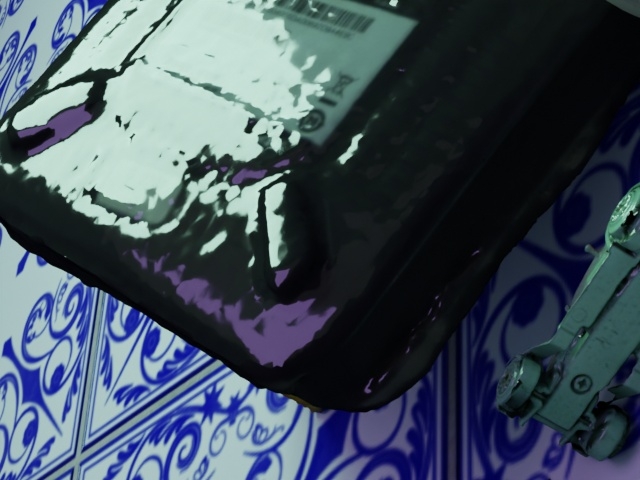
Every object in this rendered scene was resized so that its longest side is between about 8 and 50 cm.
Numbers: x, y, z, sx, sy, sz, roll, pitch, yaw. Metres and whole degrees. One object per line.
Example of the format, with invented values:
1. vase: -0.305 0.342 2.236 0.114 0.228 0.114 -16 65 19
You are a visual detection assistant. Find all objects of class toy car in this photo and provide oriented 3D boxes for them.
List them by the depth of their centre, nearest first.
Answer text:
1. toy car: 0.150 0.040 0.822 0.143 0.073 0.054 -58 13 16

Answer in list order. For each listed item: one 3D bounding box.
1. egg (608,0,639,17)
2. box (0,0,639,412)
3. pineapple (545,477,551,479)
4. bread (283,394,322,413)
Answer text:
1. egg: 0.206 -0.205 0.774 0.244 0.201 0.201 -39 34 11
2. box: -0.007 -0.093 0.965 0.359 0.091 0.350 26 69 41
3. pineapple: 0.088 0.160 0.851 0.124 0.058 0.058 -25 48 51
4. bread: 0.000 0.000 1.052 0.229 0.139 0.143 -51 39 28
